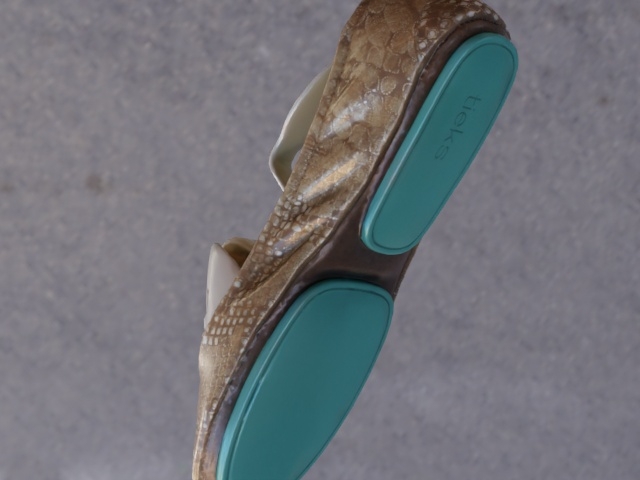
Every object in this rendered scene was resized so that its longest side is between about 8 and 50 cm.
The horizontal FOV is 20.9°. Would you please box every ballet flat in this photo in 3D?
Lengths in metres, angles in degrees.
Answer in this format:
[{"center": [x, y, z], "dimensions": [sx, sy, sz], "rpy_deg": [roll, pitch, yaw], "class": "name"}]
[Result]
[{"center": [0.000, 0.000, 0.635], "dimensions": [0.067, 0.073, 0.206], "rpy_deg": [35, 98, 38], "class": "ballet flat"}]
